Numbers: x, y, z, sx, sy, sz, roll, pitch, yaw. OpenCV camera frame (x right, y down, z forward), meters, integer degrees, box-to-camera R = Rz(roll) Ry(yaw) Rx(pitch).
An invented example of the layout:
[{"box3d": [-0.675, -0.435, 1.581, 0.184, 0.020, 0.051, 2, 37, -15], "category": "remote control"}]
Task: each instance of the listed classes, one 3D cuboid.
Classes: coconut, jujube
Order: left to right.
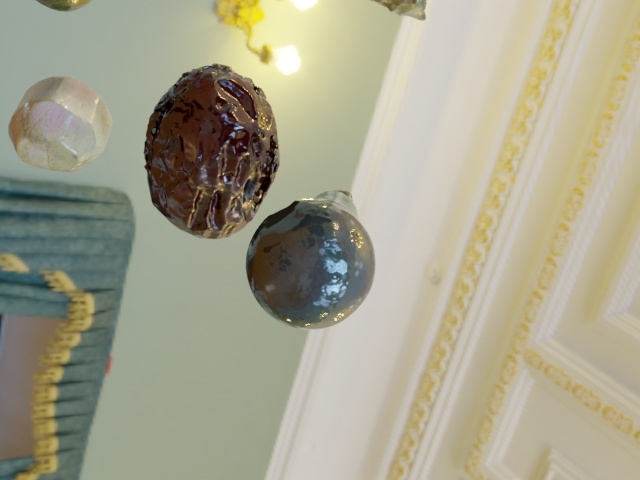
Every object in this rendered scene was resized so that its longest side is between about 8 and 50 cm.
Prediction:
[{"box3d": [-0.591, -0.265, 1.849, 0.237, 0.197, 0.237, -33, -143, 29], "category": "coconut"}, {"box3d": [-0.200, -0.157, 1.502, 0.377, 0.258, 0.258, -58, -136, 51], "category": "jujube"}]

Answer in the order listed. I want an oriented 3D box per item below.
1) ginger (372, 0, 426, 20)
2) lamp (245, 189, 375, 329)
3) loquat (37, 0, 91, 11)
[{"box3d": [0.047, -0.364, 0.893, 0.152, 0.267, 0.138, -50, -165, -11], "category": "ginger"}, {"box3d": [0.011, -0.006, 1.187, 0.182, 0.182, 0.314, -45, -170, 43], "category": "lamp"}, {"box3d": [-0.517, -0.552, 1.664, 0.152, 0.152, 0.195, -51, -171, 39], "category": "loquat"}]
